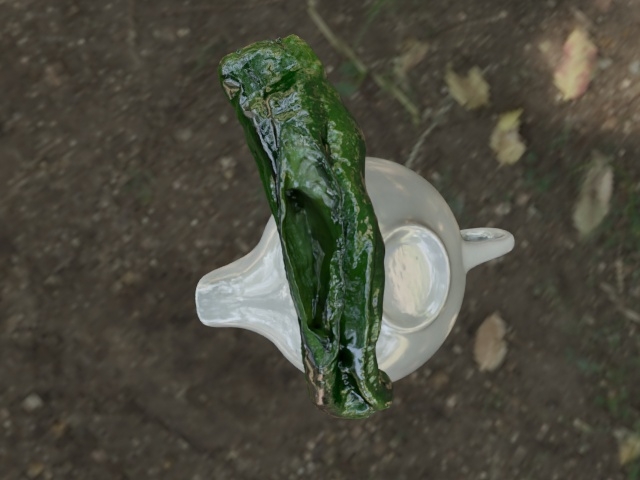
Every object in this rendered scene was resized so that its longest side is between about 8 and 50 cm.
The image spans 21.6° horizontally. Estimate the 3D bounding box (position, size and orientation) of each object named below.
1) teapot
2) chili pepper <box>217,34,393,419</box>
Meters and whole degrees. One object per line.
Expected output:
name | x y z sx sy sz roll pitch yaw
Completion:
teapot | 0.037 0.019 1.053 0.092 0.226 0.145 9 105 54
chili pepper | 0.002 0.004 0.706 0.050 0.073 0.182 -17 110 -13
